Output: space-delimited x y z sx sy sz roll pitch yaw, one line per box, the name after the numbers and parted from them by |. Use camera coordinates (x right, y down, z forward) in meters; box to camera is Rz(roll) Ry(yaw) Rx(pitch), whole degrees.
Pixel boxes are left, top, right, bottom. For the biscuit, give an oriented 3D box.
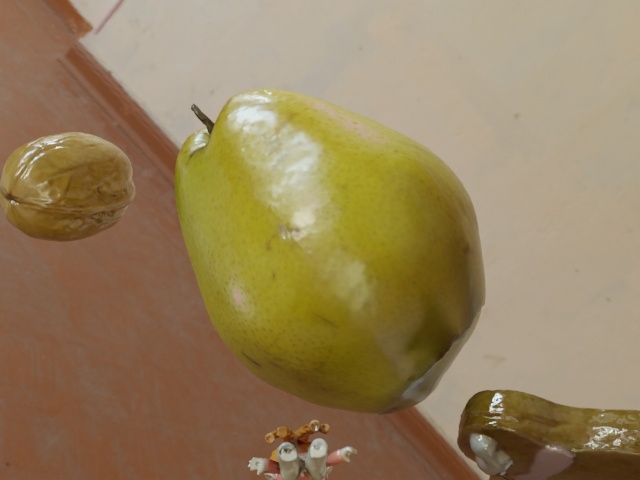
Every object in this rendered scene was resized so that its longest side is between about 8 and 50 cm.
0.325 0.190 0.488 0.283 0.432 0.064 56 39 -44 | biscuit

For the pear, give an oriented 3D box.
-0.004 0.013 0.637 0.337 0.284 0.285 20 20 3 | pear

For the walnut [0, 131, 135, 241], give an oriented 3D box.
-0.364 -0.079 0.953 0.159 0.159 0.207 52 31 14 | walnut

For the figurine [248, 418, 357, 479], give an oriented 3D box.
-0.011 0.130 0.389 0.109 0.064 0.047 97 -12 -62 | figurine
